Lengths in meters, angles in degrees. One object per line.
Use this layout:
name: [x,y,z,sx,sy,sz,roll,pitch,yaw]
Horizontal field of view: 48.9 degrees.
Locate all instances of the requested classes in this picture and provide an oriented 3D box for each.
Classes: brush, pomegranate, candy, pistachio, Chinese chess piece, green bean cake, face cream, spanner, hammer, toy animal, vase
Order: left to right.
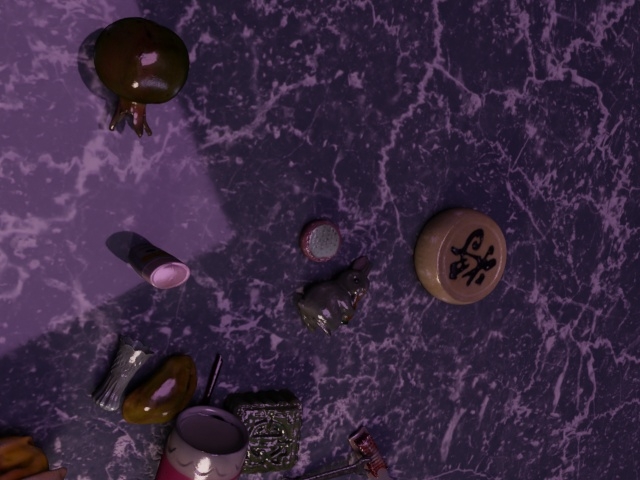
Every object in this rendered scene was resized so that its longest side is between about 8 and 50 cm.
pistachio: [-0.636,0.524,1.338,0.309,0.230,0.230,-50,118,-18]
vase: [-0.422,0.282,1.480,0.081,0.081,0.148,31,88,-30]
pomegranate: [-0.349,-0.313,1.359,0.182,0.181,0.224,5,112,-29]
face cream: [-0.330,0.049,1.412,0.084,0.198,0.057,-12,104,-28]
pistachio: [-0.338,0.333,1.518,0.189,0.100,0.110,-40,112,-18]
face cream: [-0.258,0.484,1.524,0.175,0.175,0.195,9,111,-30]
hammer: [-0.251,0.347,1.617,0.065,0.021,0.178,17,88,-30]
green bean cake: [-0.139,0.454,1.661,0.185,0.094,0.183,4,98,-24]
candy: [0.000,0.000,1.675,0.103,0.043,0.103,-7,105,-27]
spanner: [0.013,0.599,1.784,0.255,0.015,0.054,-10,110,-17]
toy animal: [0.054,0.123,1.690,0.236,0.108,0.138,-45,116,-15]
brush: [0.166,0.635,1.885,0.060,0.050,0.321,-36,115,-22]
Chinese chess piece: [0.369,0.041,1.851,0.257,0.104,0.257,-5,101,-28]
